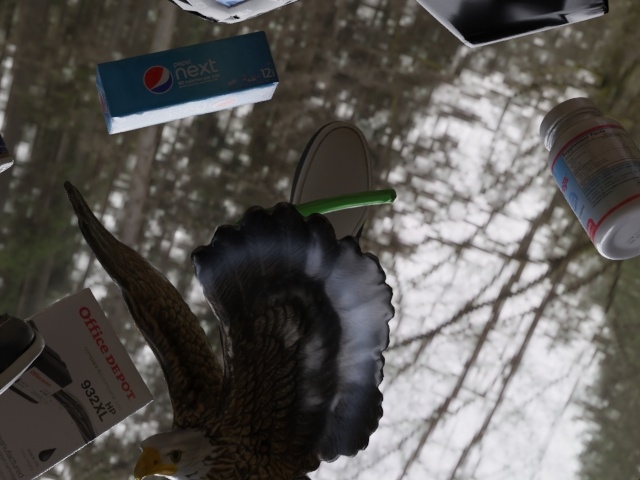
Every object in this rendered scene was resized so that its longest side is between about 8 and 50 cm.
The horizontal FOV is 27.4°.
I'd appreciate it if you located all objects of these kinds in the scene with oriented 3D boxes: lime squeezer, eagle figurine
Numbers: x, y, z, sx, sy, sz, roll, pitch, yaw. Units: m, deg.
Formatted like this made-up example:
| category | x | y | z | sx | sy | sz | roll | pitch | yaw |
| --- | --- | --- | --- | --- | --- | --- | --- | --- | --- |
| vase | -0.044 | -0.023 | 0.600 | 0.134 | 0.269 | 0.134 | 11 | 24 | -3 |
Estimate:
| category | x | y | z | sx | sy | sz | roll | pitch | yaw |
| --- | --- | --- | --- | --- | --- | --- | --- | --- | --- |
| lime squeezer | -0.048 | 0.013 | 1.377 | 0.059 | 0.310 | 0.110 | -22 | -110 | -50 |
| eagle figurine | -0.070 | 0.111 | 0.920 | 0.226 | 0.298 | 0.225 | 2 | -178 | -8 |

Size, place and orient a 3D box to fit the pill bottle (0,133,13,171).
| category | x | y | z | sx | sy | sz | roll | pitch | yaw |
| --- | --- | --- | --- | --- | --- | --- | --- | --- | --- |
| pill bottle | -0.473 | -0.145 | 1.788 | 0.067 | 0.067 | 0.120 | -27 | -89 | -59 |

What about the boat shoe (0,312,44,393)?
| category | x | y | z | sx | sy | sz | roll | pitch | yaw |
| --- | --- | --- | --- | --- | --- | --- | --- | --- | --- |
| boat shoe | -0.261 | 0.095 | 0.860 | 0.079 | 0.095 | 0.254 | 49 | -158 | -7 |

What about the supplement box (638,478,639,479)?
| category | x | y | z | sx | sy | sz | roll | pitch | yaw |
| --- | --- | --- | --- | --- | --- | --- | --- | --- | --- |
| supplement box | 0.426 | 0.253 | 1.382 | 0.081 | 0.104 | 0.188 | 38 | 167 | -9 |

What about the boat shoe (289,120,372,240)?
| category | x | y | z | sx | sy | sz | roll | pitch | yaw |
| --- | --- | --- | --- | --- | --- | --- | --- | --- | --- |
| boat shoe | 0.000 | 0.000 | 1.734 | 0.112 | 0.335 | 0.095 | -4 | -161 | -19 |

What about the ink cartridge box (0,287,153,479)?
| category | x | y | z | sx | sy | sz | roll | pitch | yaw |
| --- | --- | --- | --- | --- | --- | --- | --- | --- | --- |
| ink cartridge box | -0.462 | 0.248 | 2.128 | 0.307 | 0.129 | 0.223 | -32 | -85 | -31 |

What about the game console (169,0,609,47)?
| category | x | y | z | sx | sy | sz | roll | pitch | yaw |
| --- | --- | --- | --- | --- | --- | --- | --- | --- | --- |
| game console | -0.003 | -0.184 | 0.810 | 0.213 | 0.044 | 0.361 | 37 | 159 | -27 |

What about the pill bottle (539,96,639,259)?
| category | x | y | z | sx | sy | sz | roll | pitch | yaw |
| --- | --- | --- | --- | --- | --- | --- | --- | --- | --- |
| pill bottle | 0.282 | -0.066 | 1.311 | 0.087 | 0.087 | 0.160 | 4 | -135 | -32 |

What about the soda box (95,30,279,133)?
| category | x | y | z | sx | sy | sz | roll | pitch | yaw |
| --- | --- | --- | --- | --- | --- | --- | --- | --- | --- |
| soda box | -0.162 | -0.192 | 1.594 | 0.210 | 0.071 | 0.067 | -14 | 170 | -15 |
